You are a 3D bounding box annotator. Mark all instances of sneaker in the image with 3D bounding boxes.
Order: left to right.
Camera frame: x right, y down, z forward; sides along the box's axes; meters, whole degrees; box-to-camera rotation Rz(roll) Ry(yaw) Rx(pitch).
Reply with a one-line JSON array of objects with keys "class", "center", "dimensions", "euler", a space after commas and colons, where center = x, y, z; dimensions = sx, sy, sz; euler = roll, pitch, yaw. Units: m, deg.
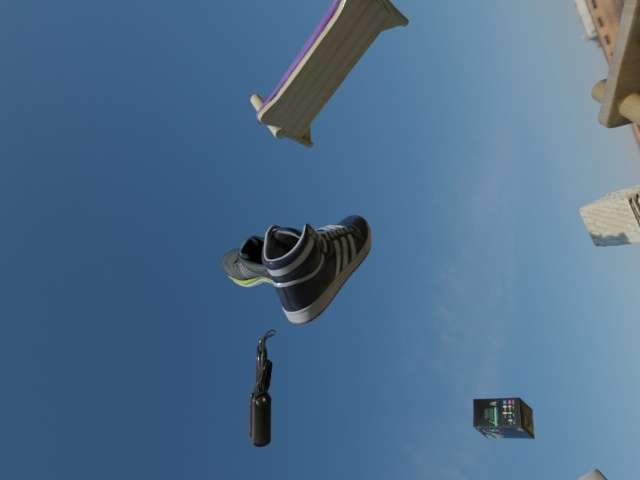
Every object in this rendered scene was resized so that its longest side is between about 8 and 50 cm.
[{"class": "sneaker", "center": [-0.148, 0.038, 1.028], "dimensions": [0.121, 0.299, 0.111], "euler": [45, -120, -33]}, {"class": "sneaker", "center": [0.000, 0.000, 0.807], "dimensions": [0.282, 0.099, 0.153], "euler": [-53, -53, -41]}]

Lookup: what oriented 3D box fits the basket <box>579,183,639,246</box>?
[{"class": "basket", "center": [0.669, -0.052, 0.965], "dimensions": [0.167, 0.103, 0.114], "euler": [119, 129, -84]}]

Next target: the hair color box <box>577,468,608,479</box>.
[{"class": "hair color box", "center": [0.252, 0.387, 0.294], "dimensions": [0.374, 0.185, 0.114], "euler": [-124, 18, -45]}]

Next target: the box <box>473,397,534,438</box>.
[{"class": "box", "center": [0.315, 0.307, 0.768], "dimensions": [0.062, 0.083, 0.052], "euler": [42, -134, -34]}]

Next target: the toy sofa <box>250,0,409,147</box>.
[{"class": "toy sofa", "center": [-0.008, -0.394, 0.949], "dimensions": [0.177, 0.363, 0.150], "euler": [12, -143, -48]}]

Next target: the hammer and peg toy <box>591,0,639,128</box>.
[{"class": "hammer and peg toy", "center": [0.590, -0.323, 0.624], "dimensions": [0.127, 0.360, 0.266], "euler": [-106, 1, -50]}]

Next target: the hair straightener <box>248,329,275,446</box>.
[{"class": "hair straightener", "center": [-0.107, 0.293, 0.877], "dimensions": [0.047, 0.089, 0.231], "euler": [8, -91, -17]}]
